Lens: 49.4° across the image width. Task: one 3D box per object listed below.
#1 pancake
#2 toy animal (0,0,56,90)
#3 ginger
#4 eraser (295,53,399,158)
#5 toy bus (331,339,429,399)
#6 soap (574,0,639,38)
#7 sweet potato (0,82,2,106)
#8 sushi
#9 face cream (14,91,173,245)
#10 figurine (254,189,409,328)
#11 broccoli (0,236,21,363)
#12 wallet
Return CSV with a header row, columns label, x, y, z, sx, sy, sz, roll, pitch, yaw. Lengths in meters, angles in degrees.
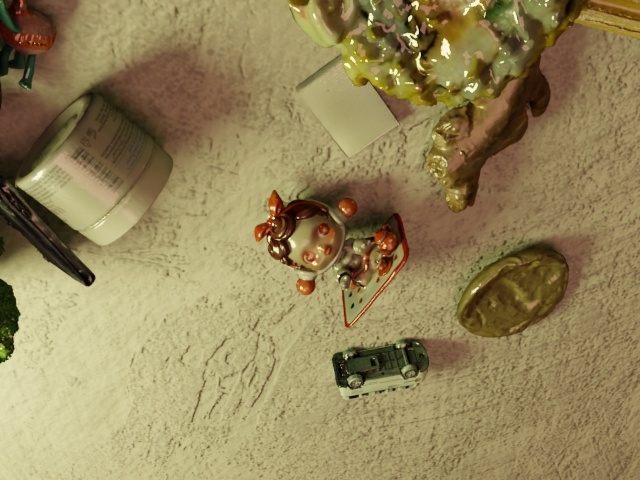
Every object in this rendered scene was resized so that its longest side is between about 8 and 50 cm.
label,x,y,z,sx,sy,sz,roll,pitch,yaw
pancake,0.382,0.103,1.369,0.241,0.050,0.242,-9,135,-9
toy animal,-0.405,-0.301,0.911,0.100,0.103,0.208,10,128,-6
ginger,0.271,-0.193,1.118,0.166,0.080,0.333,11,118,-34
eraser,0.043,-0.210,1.097,0.103,0.023,0.150,-33,124,14
toy bus,0.125,0.268,1.426,0.193,0.087,0.089,-10,134,-2
soap,0.391,-0.381,0.940,0.274,0.089,0.173,15,130,0
sweet potato,-0.492,-0.264,0.854,0.157,0.158,0.370,-7,132,-4
sushi,0.133,-0.363,0.821,0.351,0.240,0.396,-24,116,33
face cream,-0.330,-0.105,1.018,0.177,0.177,0.153,-38,121,18
figurine,0.000,0.000,1.179,0.226,0.160,0.183,29,116,-17
broccoli,-0.644,0.050,1.014,0.413,0.321,0.310,32,86,-26
wallet,-0.452,-0.025,1.080,0.036,0.167,0.222,-49,129,-20
